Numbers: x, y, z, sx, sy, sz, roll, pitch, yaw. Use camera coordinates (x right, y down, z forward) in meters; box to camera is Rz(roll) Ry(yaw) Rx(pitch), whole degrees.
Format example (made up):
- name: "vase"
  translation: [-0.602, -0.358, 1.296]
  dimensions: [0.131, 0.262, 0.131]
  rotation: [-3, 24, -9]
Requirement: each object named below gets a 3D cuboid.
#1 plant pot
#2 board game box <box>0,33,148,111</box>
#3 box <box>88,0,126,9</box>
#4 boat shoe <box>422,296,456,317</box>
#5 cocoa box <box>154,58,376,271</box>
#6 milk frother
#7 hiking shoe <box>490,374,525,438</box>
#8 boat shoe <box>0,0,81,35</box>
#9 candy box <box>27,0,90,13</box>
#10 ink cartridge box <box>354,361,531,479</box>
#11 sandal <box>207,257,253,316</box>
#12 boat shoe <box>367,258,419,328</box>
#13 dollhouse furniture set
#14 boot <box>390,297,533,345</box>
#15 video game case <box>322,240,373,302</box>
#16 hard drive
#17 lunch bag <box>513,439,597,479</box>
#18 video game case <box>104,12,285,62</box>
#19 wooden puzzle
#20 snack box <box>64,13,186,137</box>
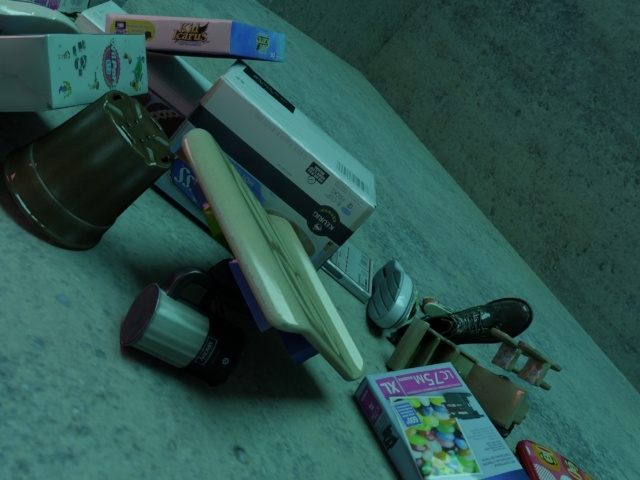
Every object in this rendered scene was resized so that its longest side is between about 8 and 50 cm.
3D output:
- name: "plant pot"
  translation: [-0.295, -0.101, 1.035]
  dimensions: [0.167, 0.165, 0.167]
  rotation: [48, 19, -22]
- name: "board game box"
  translation: [-0.400, -0.237, 1.084]
  dimensions: [0.224, 0.097, 0.303]
  rotation: [2, 14, 9]
- name: "box"
  translation: [-0.487, -0.524, 1.659]
  dimensions: [0.126, 0.137, 0.072]
  rotation: [51, 21, 22]
- name: "boat shoe"
  translation: [0.301, 0.181, 1.889]
  dimensions: [0.137, 0.049, 0.043]
  rotation: [32, 19, -17]
- name: "cocoa box"
  translation: [-0.099, -0.119, 1.423]
  dimensions: [0.347, 0.228, 0.231]
  rotation: [40, 17, -11]
- name: "milk frother"
  translation: [-0.180, 0.103, 1.012]
  dimensions: [0.135, 0.129, 0.143]
  rotation: [33, -22, -29]
- name: "hiking shoe"
  translation: [0.330, 0.299, 1.573]
  dimensions: [0.086, 0.114, 0.227]
  rotation: [28, 24, -40]
- name: "boat shoe"
  translation: [-0.538, -0.380, 1.246]
  dimensions: [0.158, 0.127, 0.340]
  rotation: [56, 22, 14]
- name: "candy box"
  translation: [-0.551, -0.480, 1.431]
  dimensions: [0.159, 0.071, 0.233]
  rotation: [33, 27, 12]
- name: "ink cartridge box"
  translation: [0.204, 0.333, 1.225]
  dimensions: [0.186, 0.065, 0.311]
  rotation: [-3, 46, -32]
- name: "sandal"
  translation: [-0.110, 0.089, 1.246]
  dimensions: [0.097, 0.054, 0.254]
  rotation: [57, 12, 18]
- name: "boat shoe"
  translation: [0.169, 0.120, 1.655]
  dimensions: [0.094, 0.109, 0.302]
  rotation: [43, 15, -7]
- name: "dollhouse furniture set"
  translation: [0.260, 0.250, 1.407]
  dimensions: [0.161, 0.212, 0.242]
  rotation: [34, -6, -28]
- name: "boot"
  translation: [0.296, 0.178, 1.613]
  dimensions: [0.229, 0.263, 0.091]
  rotation: [16, 59, -67]
- name: "video game case"
  translation: [0.000, 0.000, 1.694]
  dimensions: [0.285, 0.025, 0.204]
  rotation: [40, 19, -10]
- name: "hard drive"
  translation: [-0.330, -0.354, 1.573]
  dimensions: [0.307, 0.040, 0.203]
  rotation: [39, 19, -14]
- name: "lunch bag"
  translation: [0.430, 0.503, 1.347]
  dimensions: [0.293, 0.120, 0.258]
  rotation: [33, 25, -26]
- name: "video game case"
  translation: [-0.224, -0.376, 1.466]
  dimensions: [0.244, 0.061, 0.269]
  rotation: [8, 11, 16]
- name: "wooden puzzle"
  translation: [-0.074, 0.042, 1.114]
  dimensions: [0.322, 0.080, 0.348]
  rotation: [60, 5, 25]
- name: "snack box"
  translation: [-0.398, -0.338, 1.557]
  dimensions: [0.322, 0.060, 0.187]
  rotation: [34, 20, -27]
